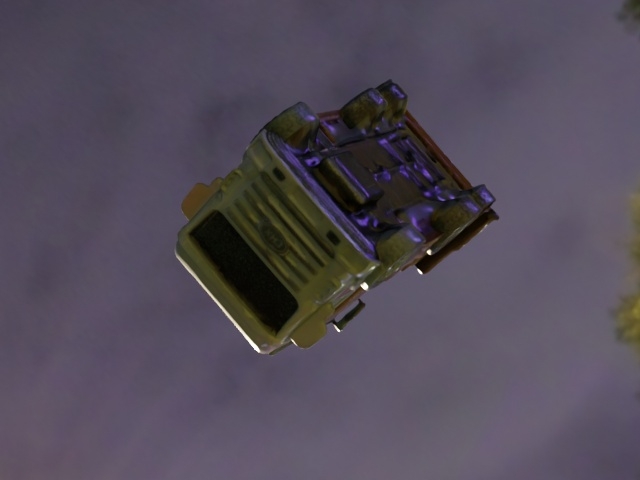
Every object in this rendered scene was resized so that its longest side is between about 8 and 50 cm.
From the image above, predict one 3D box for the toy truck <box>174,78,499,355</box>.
[{"bbox_3d":[-0.001,-0.001,0.635,0.115,0.080,0.178,-43,-8,20],"label":"toy truck"}]
